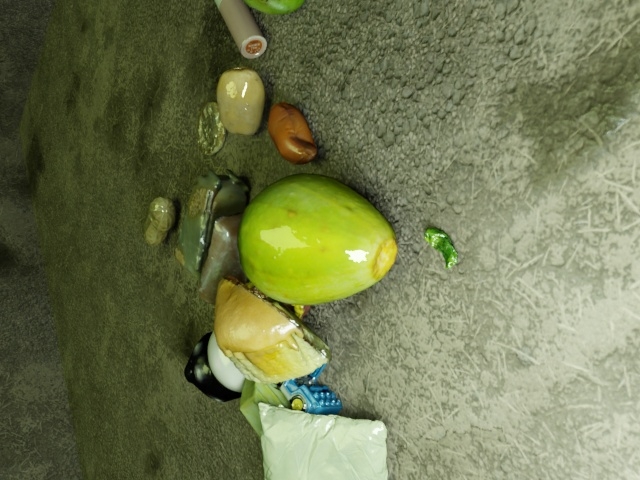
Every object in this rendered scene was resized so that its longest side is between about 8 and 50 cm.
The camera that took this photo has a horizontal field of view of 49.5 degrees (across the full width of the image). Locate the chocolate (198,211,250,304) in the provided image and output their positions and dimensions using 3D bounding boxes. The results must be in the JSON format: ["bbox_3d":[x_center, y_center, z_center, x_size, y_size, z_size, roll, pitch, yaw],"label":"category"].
[{"bbox_3d":[-0.205,0.055,1.696,0.083,0.161,0.262,34,125,27],"label":"chocolate"}]

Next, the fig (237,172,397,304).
[{"bbox_3d":[0.000,0.000,1.330,0.326,0.258,0.258,6,97,36],"label":"fig"}]

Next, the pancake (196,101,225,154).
[{"bbox_3d":[-0.300,-0.306,1.902,0.151,0.025,0.152,1,91,54],"label":"pancake"}]

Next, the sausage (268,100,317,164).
[{"bbox_3d":[-0.063,-0.231,1.528,0.089,0.089,0.179,-57,43,38],"label":"sausage"}]

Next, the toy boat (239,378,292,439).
[{"bbox_3d":[-0.094,0.397,1.516,0.276,0.084,0.111,56,141,6],"label":"toy boat"}]

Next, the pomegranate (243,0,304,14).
[{"bbox_3d":[-0.107,-0.603,1.510,0.240,0.159,0.190,-4,89,49],"label":"pomegranate"}]

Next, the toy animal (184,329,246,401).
[{"bbox_3d":[-0.209,0.286,1.687,0.235,0.165,0.187,-38,68,45],"label":"toy animal"}]

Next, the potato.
[{"bbox_3d":[-0.193,-0.335,1.684,0.109,0.118,0.178,-82,-2,-57],"label":"potato"}]

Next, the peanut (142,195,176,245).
[{"bbox_3d":[-0.497,-0.057,2.141,0.093,0.083,0.194,34,131,8],"label":"peanut"}]

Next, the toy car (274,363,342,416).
[{"bbox_3d":[-0.027,0.306,1.484,0.100,0.097,0.191,-53,56,13],"label":"toy car"}]

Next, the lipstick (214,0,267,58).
[{"bbox_3d":[-0.208,-0.562,1.723,0.070,0.070,0.255,-54,51,40],"label":"lipstick"}]

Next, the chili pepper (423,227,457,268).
[{"bbox_3d":[0.212,0.010,1.209,0.091,0.034,0.030,57,167,34],"label":"chili pepper"}]

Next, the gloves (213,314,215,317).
[{"bbox_3d":[-0.267,0.222,1.869,0.044,0.037,0.081,-101,-7,-86],"label":"gloves"}]

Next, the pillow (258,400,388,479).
[{"bbox_3d":[0.001,0.472,1.386,0.280,0.076,0.275,3,103,26],"label":"pillow"}]

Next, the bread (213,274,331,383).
[{"bbox_3d":[-0.129,0.186,1.419,0.262,0.163,0.204,20,151,46],"label":"bread"}]

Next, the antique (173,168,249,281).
[{"bbox_3d":[-0.276,-0.046,1.797,0.150,0.125,0.284,42,125,43],"label":"antique"}]

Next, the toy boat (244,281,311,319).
[{"bbox_3d":[-0.102,0.136,1.591,0.318,0.099,0.141,-8,83,57],"label":"toy boat"}]
